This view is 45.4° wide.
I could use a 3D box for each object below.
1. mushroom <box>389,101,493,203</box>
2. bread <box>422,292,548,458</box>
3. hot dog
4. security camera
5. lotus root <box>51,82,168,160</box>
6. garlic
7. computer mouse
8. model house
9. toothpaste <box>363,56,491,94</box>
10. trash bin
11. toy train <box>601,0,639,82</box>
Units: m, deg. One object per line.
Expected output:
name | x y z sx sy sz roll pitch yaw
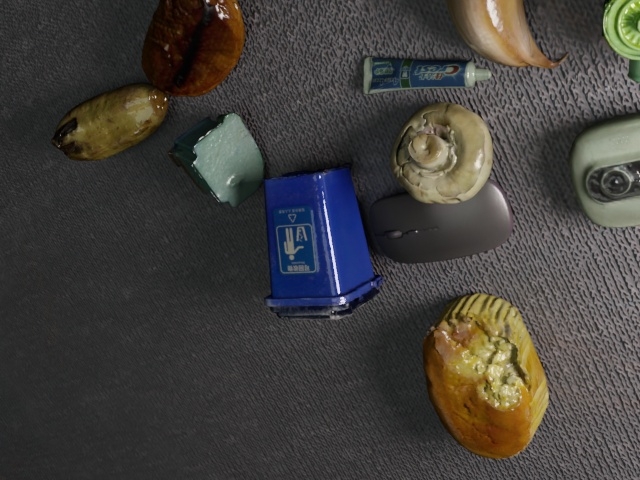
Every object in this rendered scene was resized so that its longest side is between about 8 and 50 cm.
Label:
mushroom | 0.166 -0.123 1.080 0.154 0.122 0.154 -4 82 35
bread | 0.257 0.218 1.209 0.179 0.133 0.250 0 113 35
hot dog | -0.207 -0.330 1.222 0.160 0.099 0.227 46 129 2
security camera | 0.468 -0.103 0.956 0.302 0.080 0.157 -11 107 31
lotus root | -0.376 -0.214 1.389 0.258 0.097 0.110 -15 113 27
garlic | 0.219 -0.303 0.989 0.115 0.128 0.206 12 130 53
computer mouse | 0.178 -0.028 1.175 0.232 0.057 0.120 -10 108 34
model house | -0.190 -0.144 1.317 0.149 0.119 0.148 21 151 49
toothpaste | 0.149 -0.238 1.101 0.197 0.035 0.057 6 101 30
trash bin | 0.000 0.000 1.239 0.163 0.184 0.234 -5 99 29
toy train | 0.412 -0.307 0.835 0.188 0.159 0.271 7 117 21
